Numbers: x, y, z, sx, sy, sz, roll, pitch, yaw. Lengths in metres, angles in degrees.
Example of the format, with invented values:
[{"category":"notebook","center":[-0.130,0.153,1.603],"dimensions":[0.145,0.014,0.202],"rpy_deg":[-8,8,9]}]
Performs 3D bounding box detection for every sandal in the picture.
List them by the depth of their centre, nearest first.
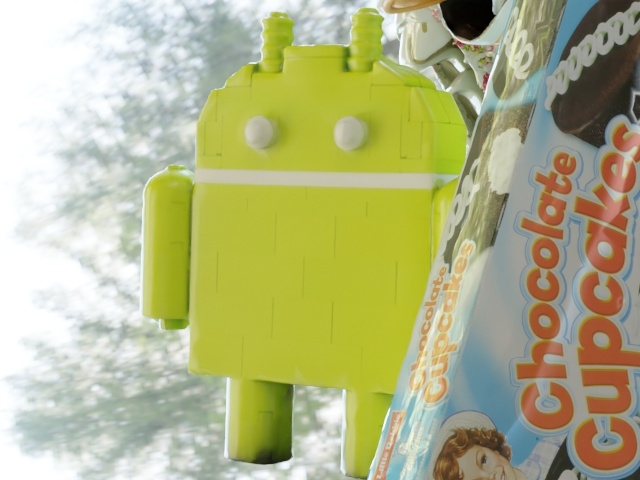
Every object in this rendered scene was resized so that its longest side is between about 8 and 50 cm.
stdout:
[{"category":"sandal","center":[0.168,-0.166,1.054],"dimensions":[0.265,0.102,0.076],"rpy_deg":[-14,-98,-11]}]

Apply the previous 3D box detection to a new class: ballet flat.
[{"category":"ballet flat","center":[0.110,-0.131,1.298],"dimensions":[0.077,0.091,0.241],"rpy_deg":[-32,-91,-19]}]

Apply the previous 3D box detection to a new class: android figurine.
[{"category":"android figurine","center":[0.000,0.000,0.978],"dimensions":[0.056,0.248,0.273],"rpy_deg":[-3,-83,-58]}]

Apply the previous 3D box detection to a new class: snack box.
[{"category":"snack box","center":[0.153,0.023,0.886],"dimensions":[0.187,0.060,0.322],"rpy_deg":[24,-104,-24]}]
